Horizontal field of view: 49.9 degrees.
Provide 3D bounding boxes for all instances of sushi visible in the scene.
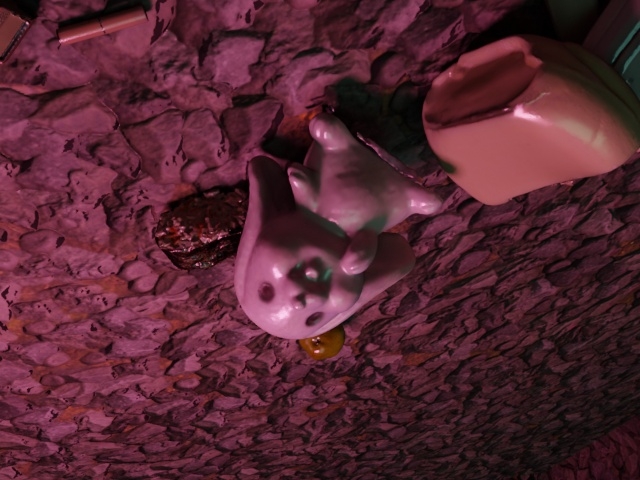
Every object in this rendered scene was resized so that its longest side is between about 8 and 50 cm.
[{"bbox_3d":[-0.158,-0.017,0.982,0.150,0.091,0.078,-17,149,-3],"label":"sushi"}]

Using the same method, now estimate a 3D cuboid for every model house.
[{"bbox_3d":[-0.329,-0.204,0.679,0.083,0.057,0.058,-50,164,13],"label":"model house"}]

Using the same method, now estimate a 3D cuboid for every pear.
[{"bbox_3d":[0.005,0.191,1.351,0.092,0.097,0.092,1,116,2],"label":"pear"}]

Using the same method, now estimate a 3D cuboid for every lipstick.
[{"bbox_3d":[-0.227,-0.224,0.716,0.094,0.019,0.019,-16,146,-2],"label":"lipstick"}]

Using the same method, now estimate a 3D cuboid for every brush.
[{"bbox_3d":[0.348,-0.256,0.908,0.060,0.050,0.321,-26,138,17],"label":"brush"}]

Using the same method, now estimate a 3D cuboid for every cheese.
[{"bbox_3d":[0.264,-0.139,0.869,0.233,0.127,0.266,36,157,-25],"label":"cheese"}]

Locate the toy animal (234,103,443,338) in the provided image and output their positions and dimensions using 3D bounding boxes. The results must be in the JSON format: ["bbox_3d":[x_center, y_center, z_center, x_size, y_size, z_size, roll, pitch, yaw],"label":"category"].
[{"bbox_3d":[-0.003,-0.019,0.915,0.289,0.249,0.174,-35,-177,-12],"label":"toy animal"}]

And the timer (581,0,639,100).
[{"bbox_3d":[0.458,-0.265,0.858,0.236,0.087,0.262,10,124,-34],"label":"timer"}]
